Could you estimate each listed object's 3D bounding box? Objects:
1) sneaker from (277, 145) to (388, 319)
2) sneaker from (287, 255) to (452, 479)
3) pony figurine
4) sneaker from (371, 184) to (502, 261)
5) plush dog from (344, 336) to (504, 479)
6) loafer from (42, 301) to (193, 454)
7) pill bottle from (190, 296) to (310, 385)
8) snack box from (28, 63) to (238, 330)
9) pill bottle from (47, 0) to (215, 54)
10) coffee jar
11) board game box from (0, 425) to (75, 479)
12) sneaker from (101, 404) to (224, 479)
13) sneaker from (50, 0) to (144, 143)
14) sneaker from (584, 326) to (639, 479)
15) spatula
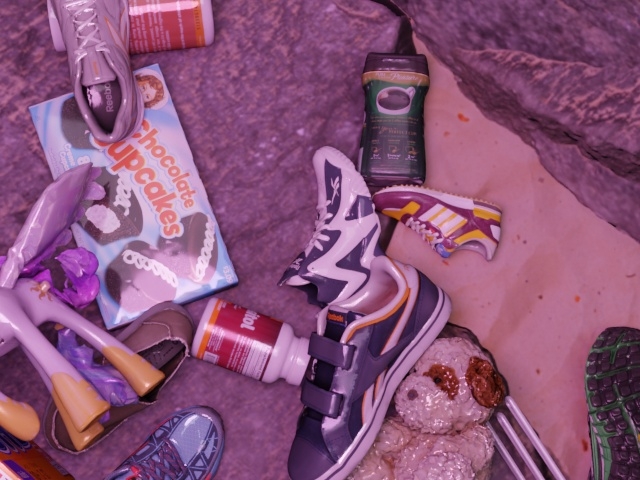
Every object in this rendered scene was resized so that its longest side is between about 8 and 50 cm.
[{"bbox_3d":[0.000,0.000,1.704,0.153,0.094,0.235,-21,94,-15],"label":"sneaker"},{"bbox_3d":[0.032,0.164,1.615,0.127,0.126,0.321,40,74,-28],"label":"sneaker"},{"bbox_3d":[-0.361,0.075,1.511,0.363,0.351,0.303,46,103,6],"label":"pony figurine"},{"bbox_3d":[0.156,-0.022,1.731,0.185,0.069,0.084,9,76,-2],"label":"sneaker"},{"bbox_3d":[0.162,0.237,1.639,0.211,0.262,0.225,10,91,-36],"label":"plush dog"},{"bbox_3d":[-0.262,0.185,1.638,0.251,0.087,0.094,-47,116,4],"label":"loafer"},{"bbox_3d":[-0.089,0.138,1.683,0.152,0.086,0.086,20,81,-2],"label":"pill bottle"},{"bbox_3d":[-0.252,-0.059,1.713,0.187,0.060,0.322,-20,83,-7],"label":"snack box"},{"bbox_3d":[-0.257,-0.313,1.719,0.216,0.121,0.121,-7,82,-5],"label":"pill bottle"},{"bbox_3d":[0.101,-0.168,1.743,0.096,0.079,0.184,3,82,4],"label":"coffee jar"},{"bbox_3d":[-0.559,0.310,1.489,0.356,0.356,0.356,40,81,2],"label":"board game box"},{"bbox_3d":[-0.221,0.319,1.627,0.104,0.125,0.262,44,82,3],"label":"sneaker"},{"bbox_3d":[-0.284,-0.246,1.607,0.099,0.121,0.262,-15,105,0],"label":"sneaker"},{"bbox_3d":[0.400,0.276,1.677,0.134,0.146,0.343,7,65,-4],"label":"sneaker"},{"bbox_3d":[0.288,0.321,1.648,0.019,0.168,0.242,-30,79,-18],"label":"spatula"}]
